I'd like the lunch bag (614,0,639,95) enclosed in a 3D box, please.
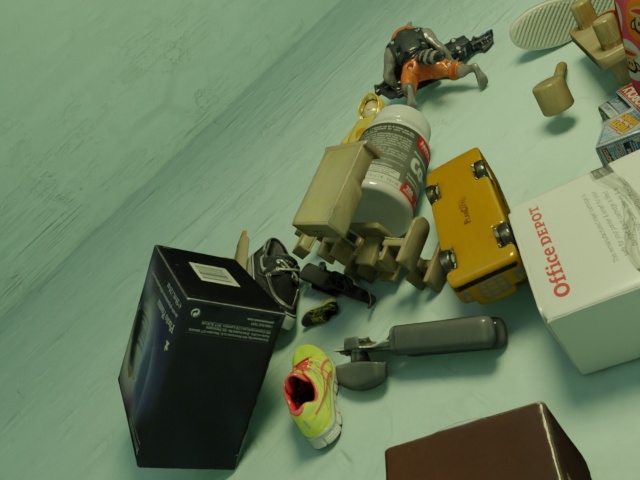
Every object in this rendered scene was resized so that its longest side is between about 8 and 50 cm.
[{"bbox_3d":[0.554,-0.350,0.766,0.293,0.258,0.120,-30,28,2],"label":"lunch bag"}]

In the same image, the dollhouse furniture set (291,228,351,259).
[{"bbox_3d":[0.000,0.000,1.266,0.161,0.101,0.182,-43,16,56],"label":"dollhouse furniture set"}]

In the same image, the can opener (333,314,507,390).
[{"bbox_3d":[0.142,0.177,0.866,0.283,0.076,0.095,-14,71,38],"label":"can opener"}]

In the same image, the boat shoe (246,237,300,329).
[{"bbox_3d":[-0.090,0.077,1.208,0.102,0.108,0.301,-52,20,10],"label":"boat shoe"}]

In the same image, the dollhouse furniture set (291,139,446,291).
[{"bbox_3d":[0.094,-0.038,1.006,0.212,0.242,0.161,2,63,52],"label":"dollhouse furniture set"}]

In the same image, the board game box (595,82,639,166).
[{"bbox_3d":[0.525,-0.200,0.911,0.194,0.060,0.194,-28,31,20],"label":"board game box"}]

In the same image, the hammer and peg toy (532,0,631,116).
[{"bbox_3d":[0.542,-0.386,1.025,0.361,0.127,0.266,-27,22,25],"label":"hammer and peg toy"}]

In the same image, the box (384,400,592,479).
[{"bbox_3d":[0.171,0.357,0.496,0.191,0.143,0.381,-27,34,25],"label":"box"}]

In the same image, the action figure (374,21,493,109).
[{"bbox_3d":[0.290,-0.474,1.435,0.341,0.178,0.330,-29,41,5],"label":"action figure"}]

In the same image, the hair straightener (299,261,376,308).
[{"bbox_3d":[0.024,0.083,1.091,0.047,0.089,0.230,-54,32,-8],"label":"hair straightener"}]

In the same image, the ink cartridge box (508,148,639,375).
[{"bbox_3d":[0.417,0.000,0.695,0.307,0.129,0.223,-27,32,24],"label":"ink cartridge box"}]

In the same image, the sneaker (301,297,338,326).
[{"bbox_3d":[-0.002,0.143,1.097,0.083,0.031,0.035,-36,30,10],"label":"sneaker"}]

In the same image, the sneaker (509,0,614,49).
[{"bbox_3d":[0.559,-0.528,1.291,0.282,0.102,0.161,-20,30,14],"label":"sneaker"}]

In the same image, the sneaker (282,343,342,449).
[{"bbox_3d":[-0.021,0.232,0.935,0.081,0.094,0.208,-37,28,10],"label":"sneaker"}]

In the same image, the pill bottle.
[{"bbox_3d":[0.141,-0.150,1.194,0.161,0.161,0.283,-15,38,38],"label":"pill bottle"}]

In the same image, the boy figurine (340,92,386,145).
[{"bbox_3d":[0.120,-0.274,1.462,0.177,0.092,0.285,-16,40,45],"label":"boy figurine"}]

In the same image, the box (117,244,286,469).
[{"bbox_3d":[-0.230,0.198,1.023,0.296,0.182,0.294,32,107,60],"label":"box"}]

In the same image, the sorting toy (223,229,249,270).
[{"bbox_3d":[-0.216,0.107,1.298,0.348,0.047,0.196,-94,24,-56],"label":"sorting toy"}]

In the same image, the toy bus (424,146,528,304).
[{"bbox_3d":[0.252,-0.024,0.921,0.108,0.130,0.333,-28,32,21],"label":"toy bus"}]
